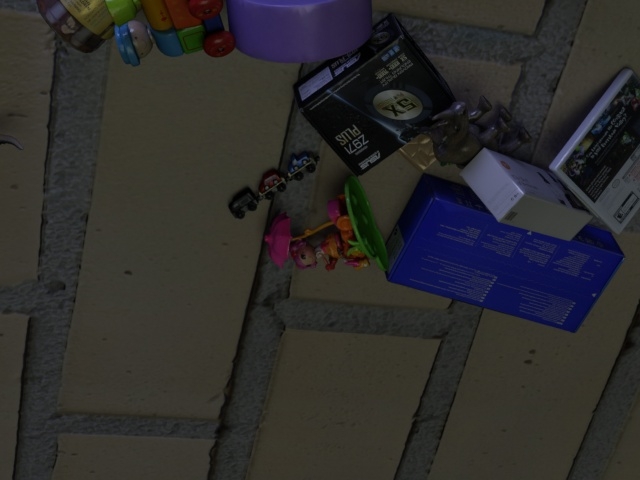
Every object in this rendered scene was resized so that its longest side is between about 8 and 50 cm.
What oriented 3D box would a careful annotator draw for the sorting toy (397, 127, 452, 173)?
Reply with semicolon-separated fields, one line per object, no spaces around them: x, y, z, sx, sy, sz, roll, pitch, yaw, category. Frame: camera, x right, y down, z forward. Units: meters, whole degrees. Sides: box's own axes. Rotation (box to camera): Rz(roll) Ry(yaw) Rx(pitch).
0.162;-0.130;1.870;0.062;0.012;0.083;-43;117;13;sorting toy

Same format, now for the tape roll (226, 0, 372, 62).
-0.027;-0.305;1.610;0.189;0.189;0.080;-7;124;-6;tape roll

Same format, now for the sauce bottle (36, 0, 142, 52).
-0.207;-0.384;1.573;0.344;0.111;0.111;-39;122;15;sauce bottle

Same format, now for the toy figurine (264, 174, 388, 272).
0.000;0.000;1.881;0.159;0.130;0.173;-17;135;16;toy figurine

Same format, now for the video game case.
0.451;-0.132;1.874;0.173;0.022;0.190;40;86;-30;video game case

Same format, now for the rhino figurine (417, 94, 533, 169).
0.212;-0.147;1.775;0.106;0.073;0.243;-42;157;18;rhino figurine

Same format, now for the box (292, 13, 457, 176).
0.077;-0.203;1.765;0.180;0.077;0.147;-34;124;13;box

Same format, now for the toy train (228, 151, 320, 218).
-0.070;-0.086;1.851;0.158;0.027;0.036;-32;113;12;toy train

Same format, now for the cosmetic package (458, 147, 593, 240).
0.304;-0.066;1.823;0.060;0.099;0.239;-49;150;20;cosmetic package

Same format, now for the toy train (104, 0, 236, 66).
-0.197;-0.302;1.499;0.143;0.105;0.248;-18;156;-1;toy train

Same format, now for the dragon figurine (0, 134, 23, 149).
-0.531;-0.068;1.742;0.289;0.085;0.144;-16;125;2;dragon figurine

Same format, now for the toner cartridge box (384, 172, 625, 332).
0.284;0.024;1.960;0.348;0.075;0.165;16;121;-20;toner cartridge box
